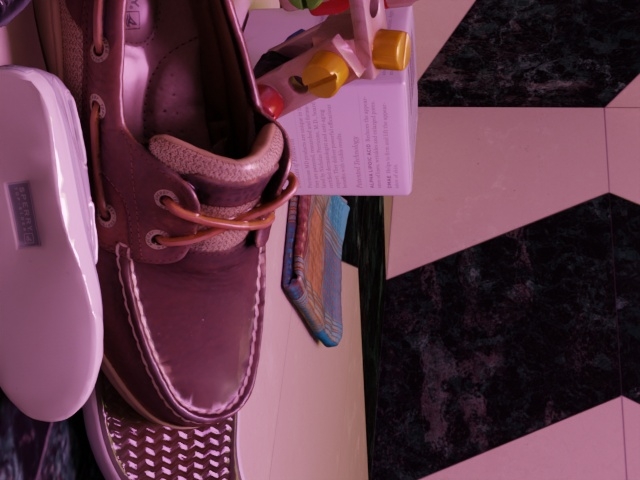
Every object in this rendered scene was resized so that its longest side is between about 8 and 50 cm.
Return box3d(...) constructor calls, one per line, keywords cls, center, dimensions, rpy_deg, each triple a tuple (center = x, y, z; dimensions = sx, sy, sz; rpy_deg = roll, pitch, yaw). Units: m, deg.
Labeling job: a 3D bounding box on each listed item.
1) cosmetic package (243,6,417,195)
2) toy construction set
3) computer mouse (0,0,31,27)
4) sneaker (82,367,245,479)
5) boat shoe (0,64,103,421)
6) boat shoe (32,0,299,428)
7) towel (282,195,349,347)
box3d(cls="cosmetic package", center=(0.009, -0.151, 1.034), dimensions=(0.151, 0.184, 0.151), rpy_deg=(-79, 166, -44))
box3d(cls="toy construction set", center=(0.035, -0.227, 0.828), dimensions=(0.309, 0.237, 0.257), rpy_deg=(-32, 119, -61))
box3d(cls="computer mouse", center=(-0.154, -0.181, 0.353), dimensions=(0.188, 0.072, 0.272), rpy_deg=(-78, 167, -44))
box3d(cls="sneaker", center=(-0.115, 0.151, 0.682), dimensions=(0.123, 0.106, 0.290), rpy_deg=(13, -59, 56))
box3d(cls="boat shoe", center=(-0.145, 0.001, 0.502), dimensions=(0.063, 0.066, 0.184), rpy_deg=(-51, 132, -74))
box3d(cls="boat shoe", center=(-0.080, -0.041, 0.541), dimensions=(0.123, 0.123, 0.341), rpy_deg=(14, -67, 53))
box3d(cls="towel", center=(0.000, 0.000, 1.475), dimensions=(0.370, 0.040, 0.271), rpy_deg=(66, 26, -69))
